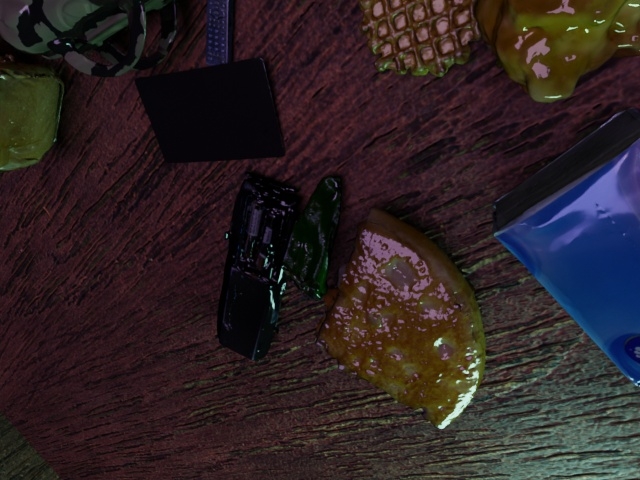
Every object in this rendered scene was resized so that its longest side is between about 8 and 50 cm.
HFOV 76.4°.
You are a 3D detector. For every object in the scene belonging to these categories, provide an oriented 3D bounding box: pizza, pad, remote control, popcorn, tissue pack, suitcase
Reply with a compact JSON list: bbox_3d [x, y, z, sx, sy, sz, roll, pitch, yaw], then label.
[{"bbox_3d":[0.129,0.143,0.677,0.277,0.114,0.409,-20,103,30],"label":"pizza"},{"bbox_3d":[-0.193,-0.214,0.703,0.265,0.009,0.159,2,121,23],"label":"pad"},{"bbox_3d":[-0.128,0.073,0.784,0.144,0.062,0.399,21,120,13],"label":"remote control"},{"bbox_3d":[-0.152,-0.345,0.620,0.043,0.027,0.152,17,121,8],"label":"remote control"},{"bbox_3d":[0.256,-0.272,0.382,0.191,0.190,0.254,-13,105,4],"label":"popcorn"},{"bbox_3d":[0.376,0.011,0.489,0.263,0.146,0.198,46,123,-3],"label":"tissue pack"},{"bbox_3d":[-0.343,-0.411,0.573,0.351,0.194,0.339,-11,111,27],"label":"suitcase"}]

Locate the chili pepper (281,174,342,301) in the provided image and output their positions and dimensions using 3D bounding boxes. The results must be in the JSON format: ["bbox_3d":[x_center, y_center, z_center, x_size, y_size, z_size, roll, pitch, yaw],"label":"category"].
[{"bbox_3d":[-0.003,0.000,0.662,0.108,0.062,0.216,23,102,53],"label":"chili pepper"}]

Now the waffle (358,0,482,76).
[{"bbox_3d":[0.130,-0.304,0.511,0.191,0.038,0.191,10,117,19],"label":"waffle"}]

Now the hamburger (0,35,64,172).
[{"bbox_3d":[-0.614,-0.262,0.749,0.211,0.260,0.245,19,165,-3],"label":"hamburger"}]

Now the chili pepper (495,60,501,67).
[{"bbox_3d":[0.261,-0.234,0.500,0.083,0.017,0.030,0,115,22],"label":"chili pepper"}]
